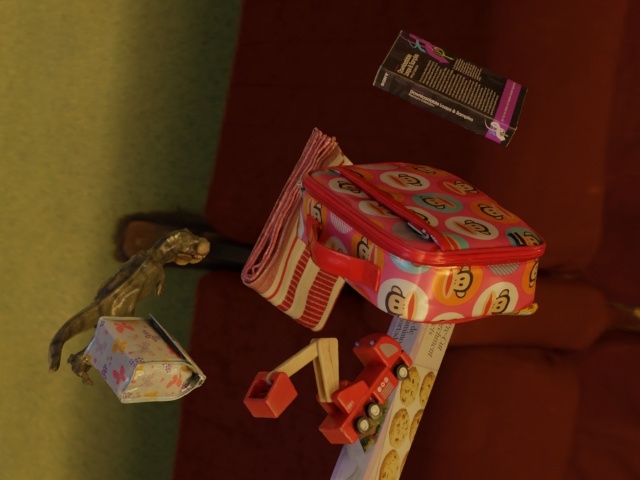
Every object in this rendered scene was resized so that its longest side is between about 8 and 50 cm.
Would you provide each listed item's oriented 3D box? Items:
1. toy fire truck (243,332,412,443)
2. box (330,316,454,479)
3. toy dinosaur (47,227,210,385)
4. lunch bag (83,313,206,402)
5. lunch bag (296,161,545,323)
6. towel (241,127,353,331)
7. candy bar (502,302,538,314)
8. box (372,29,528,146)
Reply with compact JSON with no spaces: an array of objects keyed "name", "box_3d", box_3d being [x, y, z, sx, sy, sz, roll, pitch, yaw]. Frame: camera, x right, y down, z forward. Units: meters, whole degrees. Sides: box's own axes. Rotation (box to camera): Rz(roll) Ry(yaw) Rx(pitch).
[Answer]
[{"name":"toy fire truck","box_3d":[0.014,0.160,1.321,0.135,0.047,0.192,53,57,-19]},{"name":"box","box_3d":[0.107,0.205,1.579,0.067,0.063,0.324,45,55,-31]},{"name":"toy dinosaur","box_3d":[-0.213,0.074,1.151,0.064,0.118,0.268,39,41,2]},{"name":"lunch bag","box_3d":[-0.147,0.100,0.985,0.083,0.071,0.053,8,117,-46]},{"name":"lunch bag","box_3d":[0.100,-0.001,1.411,0.258,0.293,0.120,-5,116,-31]},{"name":"towel","box_3d":[0.000,0.000,1.682,0.237,0.037,0.329,-63,158,-8]},{"name":"candy bar","box_3d":[0.216,0.087,1.484,0.040,0.161,0.018,5,85,-32]},{"name":"box","box_3d":[0.146,-0.171,1.274,0.162,0.029,0.116,27,34,1]}]
